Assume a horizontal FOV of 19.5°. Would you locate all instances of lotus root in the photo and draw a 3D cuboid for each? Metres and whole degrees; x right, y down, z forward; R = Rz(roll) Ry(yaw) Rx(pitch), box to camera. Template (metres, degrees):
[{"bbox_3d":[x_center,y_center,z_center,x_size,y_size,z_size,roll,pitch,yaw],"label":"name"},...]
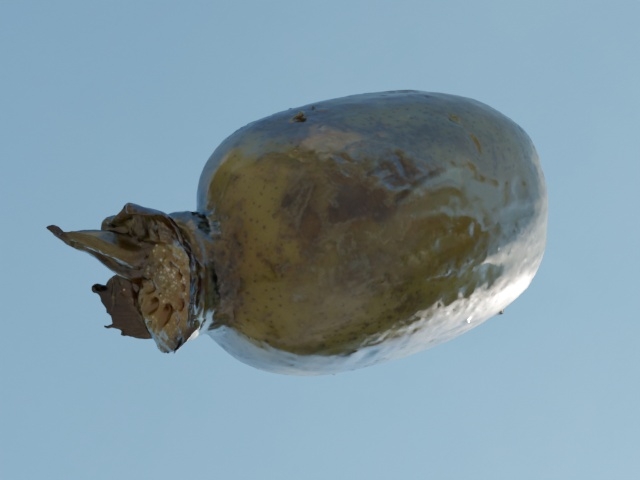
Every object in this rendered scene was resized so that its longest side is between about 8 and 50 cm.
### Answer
[{"bbox_3d":[0.001,0.002,0.971,0.154,0.278,0.154,23,-62,52],"label":"lotus root"}]
